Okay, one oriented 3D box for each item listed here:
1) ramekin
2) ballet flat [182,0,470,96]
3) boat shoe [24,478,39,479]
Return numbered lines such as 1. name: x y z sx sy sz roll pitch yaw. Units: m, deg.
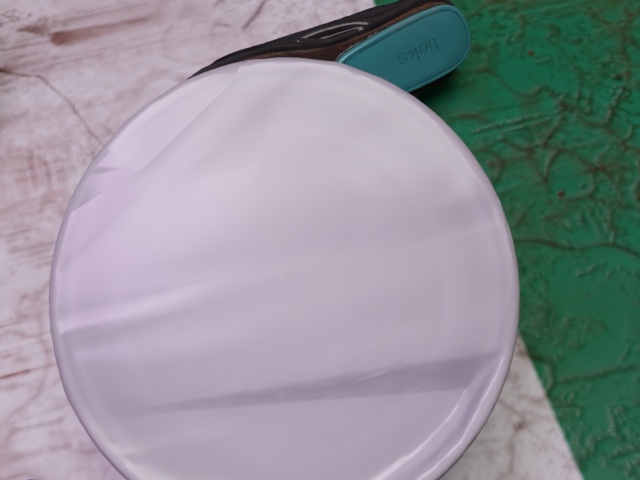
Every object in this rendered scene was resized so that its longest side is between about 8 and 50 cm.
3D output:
1. ramekin: -0.020 0.036 0.677 0.272 0.127 0.273 0 84 1
2. ballet flat: -0.014 -0.115 0.838 0.280 0.095 0.096 -23 25 -26
3. boat shoe: -0.210 0.252 0.602 0.089 0.109 0.258 38 64 -3
